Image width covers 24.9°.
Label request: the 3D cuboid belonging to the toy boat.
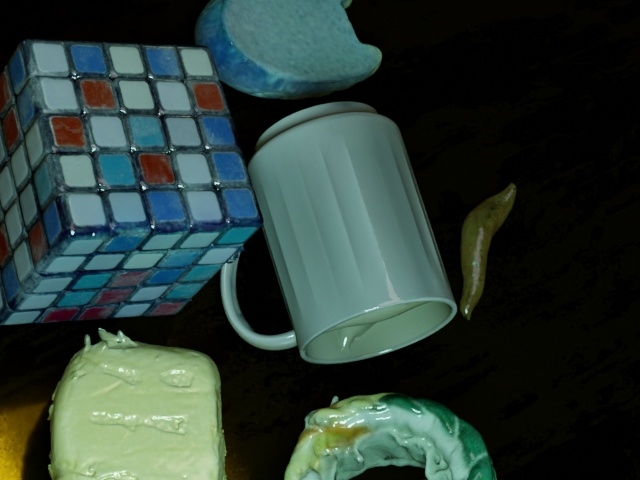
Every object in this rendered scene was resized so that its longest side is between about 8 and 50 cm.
[{"bbox_3d":[-0.062,-0.314,2.305,0.330,0.123,0.215,-16,79,-41],"label":"toy boat"}]

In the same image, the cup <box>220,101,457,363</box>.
[{"bbox_3d":[0.000,0.000,2.095,0.322,0.237,0.327,-19,70,2],"label":"cup"}]

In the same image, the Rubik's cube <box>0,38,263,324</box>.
[{"bbox_3d":[-0.288,-0.075,1.933,0.287,0.292,0.293,-2,66,-35],"label":"Rubik's cube"}]

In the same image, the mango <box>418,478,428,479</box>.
[{"bbox_3d":[0.175,0.419,2.005,0.137,0.098,0.195,-14,65,-24],"label":"mango"}]

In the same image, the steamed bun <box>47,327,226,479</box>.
[{"bbox_3d":[-0.236,0.263,1.875,0.232,0.166,0.273,0,58,-9],"label":"steamed bun"}]

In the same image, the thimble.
[{"bbox_3d":[0.094,0.332,1.919,0.288,0.167,0.254,30,66,30],"label":"thimble"}]

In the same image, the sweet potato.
[{"bbox_3d":[0.247,0.008,2.280,0.069,0.059,0.249,32,59,-19],"label":"sweet potato"}]
